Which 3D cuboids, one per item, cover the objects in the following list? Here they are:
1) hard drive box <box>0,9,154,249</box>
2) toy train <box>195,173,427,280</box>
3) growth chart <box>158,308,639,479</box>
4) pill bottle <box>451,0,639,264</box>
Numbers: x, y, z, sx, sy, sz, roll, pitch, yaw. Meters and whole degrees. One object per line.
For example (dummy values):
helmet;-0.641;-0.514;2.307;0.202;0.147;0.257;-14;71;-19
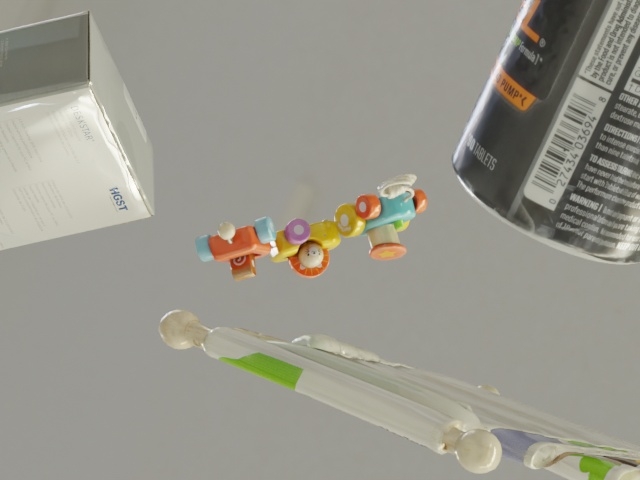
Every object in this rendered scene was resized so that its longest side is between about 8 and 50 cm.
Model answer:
hard drive box;-0.278;-0.082;1.599;0.232;0.181;0.089;-11;-130;7
toy train;0.000;0.000;1.358;0.166;0.125;0.046;-16;-99;10
growth chart;0.072;0.072;0.731;0.172;0.237;0.021;20;-89;39
pill bottle;0.176;-0.120;1.011;0.246;0.130;0.130;-66;-149;21
